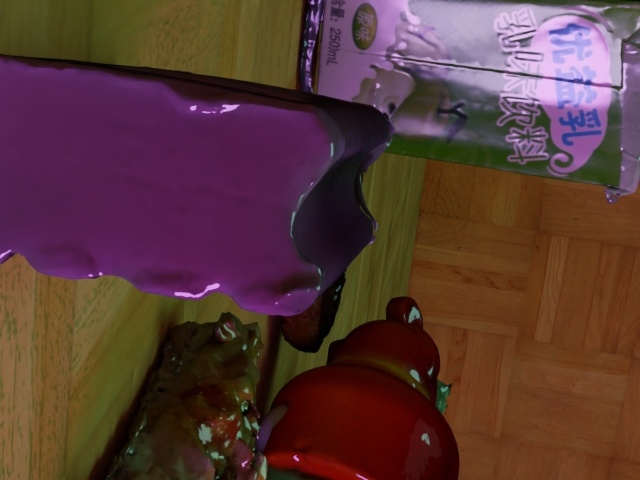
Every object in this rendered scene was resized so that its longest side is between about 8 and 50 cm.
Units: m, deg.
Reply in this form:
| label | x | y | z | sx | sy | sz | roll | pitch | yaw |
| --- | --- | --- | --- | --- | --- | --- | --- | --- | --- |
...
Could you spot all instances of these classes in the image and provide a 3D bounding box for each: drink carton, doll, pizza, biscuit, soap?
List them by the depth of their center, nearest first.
| label | x | y | z | sx | sy | sz | roll | pitch | yaw |
| --- | --- | --- | --- | --- | --- | --- | --- | --- | --- |
| soap | -0.043 | -0.025 | 0.538 | 0.203 | 0.122 | 0.065 | -38 | 138 | -82 |
| pizza | -0.072 | 0.143 | 0.767 | 0.287 | 0.074 | 0.251 | 92 | 7 | -65 |
| drink carton | 0.125 | -0.140 | 1.175 | 0.108 | 0.271 | 0.161 | -72 | 169 | -57 |
| doll | 0.026 | 0.192 | 1.210 | 0.182 | 0.160 | 0.363 | 55 | 41 | -40 |
| biscuit | 0.000 | 0.000 | 1.276 | 0.192 | 0.049 | 0.192 | 9 | 90 | -85 |

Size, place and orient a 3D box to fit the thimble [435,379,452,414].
| label | x | y | z | sx | sy | sz | roll | pitch | yaw |
| --- | --- | --- | --- | --- | --- | --- | --- | --- | --- |
| thimble | 0.070 | 0.250 | 1.797 | 0.219 | 0.150 | 0.219 | 8 | 90 | -84 |
